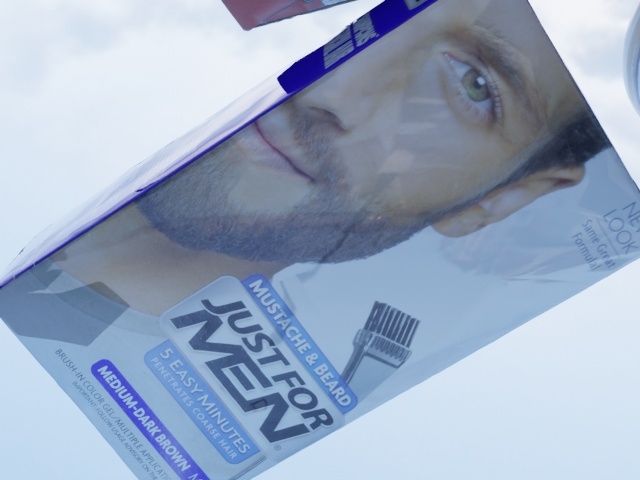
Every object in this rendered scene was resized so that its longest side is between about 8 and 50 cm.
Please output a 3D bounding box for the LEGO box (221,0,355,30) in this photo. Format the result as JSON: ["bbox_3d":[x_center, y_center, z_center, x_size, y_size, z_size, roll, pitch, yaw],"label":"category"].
[{"bbox_3d":[-0.040,-0.464,0.669,0.193,0.372,0.499,-11,-121,20],"label":"LEGO box"}]

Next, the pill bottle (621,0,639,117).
[{"bbox_3d":[0.288,-0.067,0.536,0.153,0.153,0.264,10,-151,-18],"label":"pill bottle"}]

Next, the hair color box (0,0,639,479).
[{"bbox_3d":[0.000,0.000,0.584,0.185,0.339,0.110,54,-169,-16],"label":"hair color box"}]
